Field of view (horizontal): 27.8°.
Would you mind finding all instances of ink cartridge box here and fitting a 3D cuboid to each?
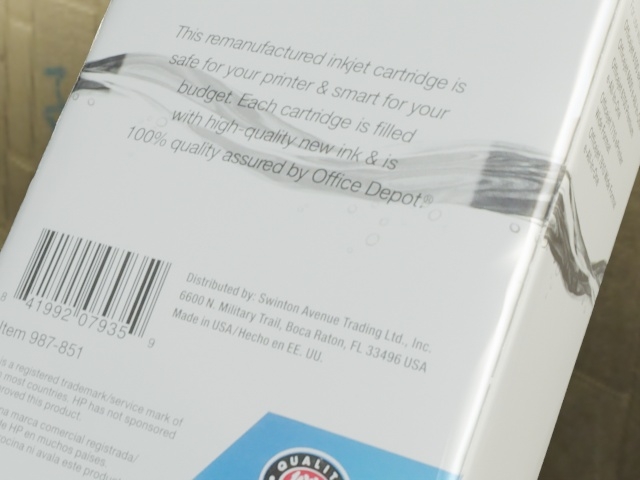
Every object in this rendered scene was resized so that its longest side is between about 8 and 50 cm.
[{"bbox_3d":[0.000,0.000,0.557,0.223,0.129,0.307,15,76,25],"label":"ink cartridge box"}]
